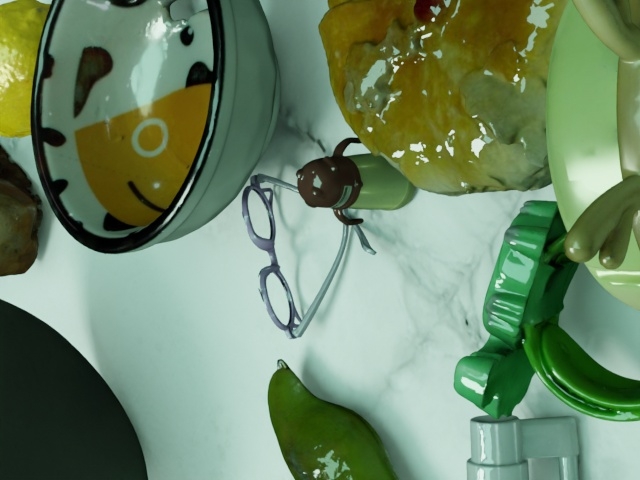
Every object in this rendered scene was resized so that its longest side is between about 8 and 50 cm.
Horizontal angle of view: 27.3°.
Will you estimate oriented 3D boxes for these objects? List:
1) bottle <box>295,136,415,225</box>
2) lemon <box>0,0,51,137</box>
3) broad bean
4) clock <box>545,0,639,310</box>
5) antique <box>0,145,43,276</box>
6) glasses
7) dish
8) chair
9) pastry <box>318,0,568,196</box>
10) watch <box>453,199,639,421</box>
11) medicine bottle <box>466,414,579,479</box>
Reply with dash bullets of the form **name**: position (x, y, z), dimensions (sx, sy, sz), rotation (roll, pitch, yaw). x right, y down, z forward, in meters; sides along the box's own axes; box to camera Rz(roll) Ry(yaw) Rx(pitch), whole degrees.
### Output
- **bottle**: position (0.023, -0.045, 0.985), dimensions (0.047, 0.101, 0.063), rotation (-32, 71, 41)
- **lemon**: position (-0.284, -0.162, 1.262), dimensions (0.114, 0.114, 0.155), rotation (56, 139, 25)
- **broad bean**: position (0.043, 0.219, 1.010), dimensions (0.325, 0.067, 0.075), rotation (56, 148, 29)
- **clock**: position (0.202, -0.062, 0.671), dimensions (0.096, 0.308, 0.235), rotation (2, 94, 43)
- **antique**: position (-0.398, -0.078, 1.388), dimensions (0.310, 0.093, 0.087), rotation (41, 120, 34)
- **glasses**: position (0.000, 0.000, 1.063), dimensions (0.104, 0.062, 0.139), rotation (-18, 80, 21)
- **dish**: position (-0.122, -0.127, 1.093), dimensions (0.303, 0.120, 0.303), rotation (-6, 81, 47)
- **chair**: position (-0.400, 0.278, 1.213), dimensions (0.410, 0.362, 0.364), rotation (-39, 35, 25)
- **pastry**: position (0.094, -0.150, 0.895), dimensions (0.257, 0.121, 0.235), rotation (36, 117, 37)
- **watch**: position (0.185, 0.055, 0.845), dimensions (0.152, 0.131, 0.165), rotation (18, 102, 22)
- **medicine bottle**: position (0.142, 0.232, 0.920), dimensions (0.092, 0.061, 0.220), rotation (-3, 93, 2)
